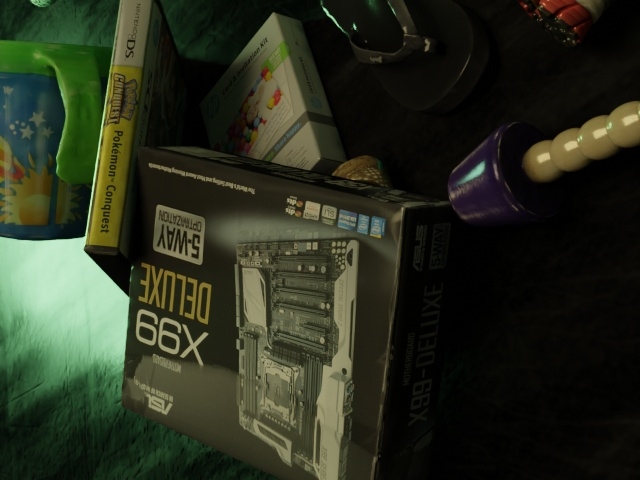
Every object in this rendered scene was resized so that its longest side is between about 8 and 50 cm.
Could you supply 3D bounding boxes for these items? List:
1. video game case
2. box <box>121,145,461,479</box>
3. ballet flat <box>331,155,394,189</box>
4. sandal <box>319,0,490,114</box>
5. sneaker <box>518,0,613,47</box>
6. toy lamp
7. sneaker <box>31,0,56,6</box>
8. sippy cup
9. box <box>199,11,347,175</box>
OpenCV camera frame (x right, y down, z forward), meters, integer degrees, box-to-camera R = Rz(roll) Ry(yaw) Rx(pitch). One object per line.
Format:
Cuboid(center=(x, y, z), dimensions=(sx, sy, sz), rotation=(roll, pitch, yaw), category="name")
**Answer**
Cuboid(center=(-0.172, -0.079, 1.239), dimensions=(0.275, 0.035, 0.248), rotation=(84, -168, -77), category="video game case")
Cuboid(center=(-0.037, 0.061, 1.052), dimensions=(0.307, 0.076, 0.242), rotation=(16, 104, 41), category="box")
Cuboid(center=(0.000, 0.000, 1.123), dimensions=(0.206, 0.073, 0.067), rotation=(-43, 22, 35), category="ballet flat")
Cuboid(center=(0.055, -0.185, 1.090), dimensions=(0.254, 0.054, 0.097), rotation=(47, 119, 48), category="sandal")
Cuboid(center=(0.161, -0.232, 0.955), dimensions=(0.093, 0.088, 0.225), rotation=(-45, 45, 10), category="sneaker")
Cuboid(center=(0.197, -0.070, 0.855), dimensions=(0.274, 0.080, 0.080), rotation=(-22, 64, 48), category="toy lamp")
Cuboid(center=(-0.357, -0.491, 1.664), dimensions=(0.182, 0.158, 0.410), rotation=(147, 131, -66), category="sneaker")
Cuboid(center=(-0.337, -0.118, 1.476), dimensions=(0.305, 0.240, 0.224), rotation=(-62, -25, -83), category="sippy cup")
Cuboid(center=(-0.049, -0.104, 1.223), dimensions=(0.145, 0.038, 0.186), rotation=(-45, 47, 37), category="box")
